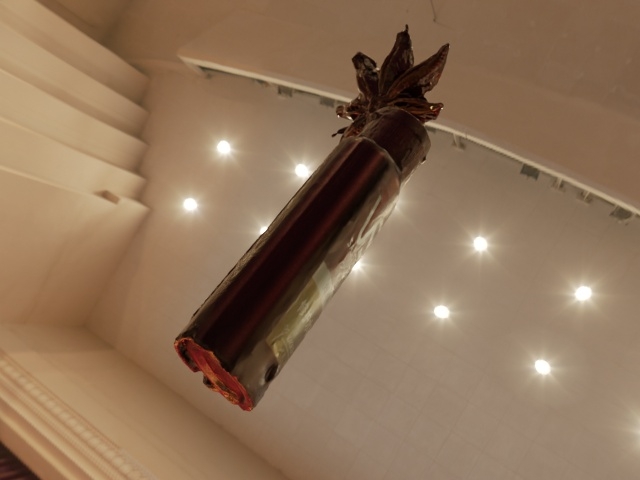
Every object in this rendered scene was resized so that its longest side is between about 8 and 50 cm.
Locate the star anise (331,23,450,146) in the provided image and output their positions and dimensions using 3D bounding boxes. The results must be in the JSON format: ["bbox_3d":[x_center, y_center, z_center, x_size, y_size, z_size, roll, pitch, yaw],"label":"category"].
[{"bbox_3d":[0.117,-0.195,0.887,0.272,0.103,0.271,-19,-115,47],"label":"star anise"}]

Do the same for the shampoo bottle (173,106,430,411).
[{"bbox_3d":[0.000,0.000,0.538,0.084,0.129,0.323,27,-120,21],"label":"shampoo bottle"}]
